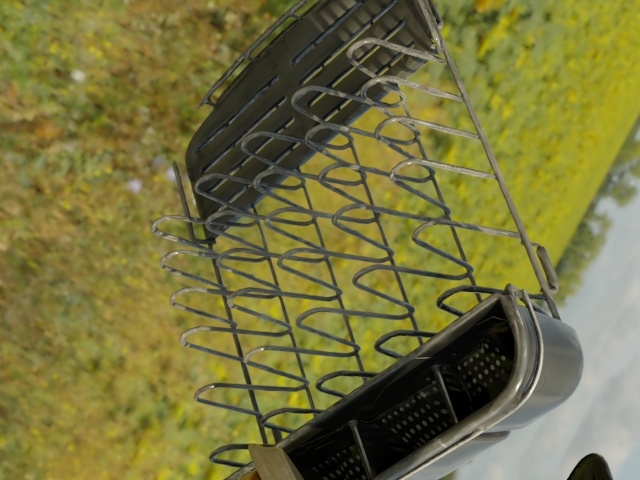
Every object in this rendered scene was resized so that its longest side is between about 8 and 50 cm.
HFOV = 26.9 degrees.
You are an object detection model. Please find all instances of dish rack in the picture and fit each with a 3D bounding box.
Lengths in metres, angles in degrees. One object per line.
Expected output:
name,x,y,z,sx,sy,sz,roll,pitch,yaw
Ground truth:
dish rack,0.000,0.000,0.634,0.074,0.271,0.208,16,137,-45

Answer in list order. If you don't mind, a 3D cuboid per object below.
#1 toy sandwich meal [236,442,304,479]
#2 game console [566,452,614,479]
toy sandwich meal,-0.006,0.094,0.376,0.029,0.085,0.085,-32,168,-4
game console,0.088,0.147,0.396,0.071,0.107,0.122,-29,148,-57
